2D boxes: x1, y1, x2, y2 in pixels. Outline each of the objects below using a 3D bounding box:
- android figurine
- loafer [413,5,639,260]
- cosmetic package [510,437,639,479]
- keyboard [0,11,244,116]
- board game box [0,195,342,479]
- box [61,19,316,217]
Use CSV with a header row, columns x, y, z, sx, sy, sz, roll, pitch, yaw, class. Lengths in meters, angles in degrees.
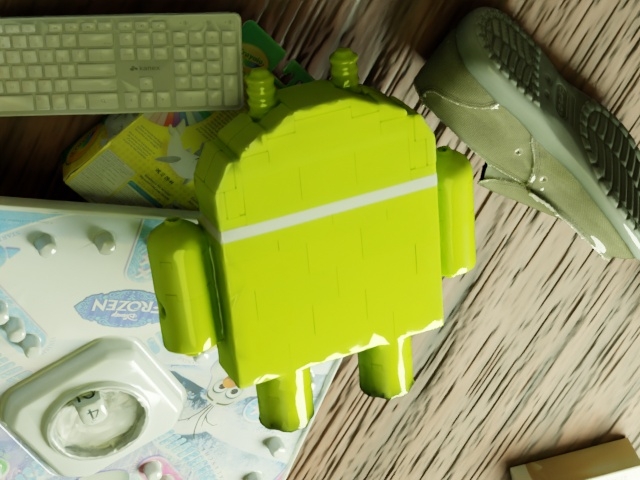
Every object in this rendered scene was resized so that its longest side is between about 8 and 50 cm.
x,y,z,sx,sy,sz,roll,pitch,yaw,class
0.000,0.000,1.096,0.248,0.056,0.272,-17,119,-18,android figurine
0.163,-0.071,1.167,0.087,0.094,0.251,-25,122,36,loafer
0.235,0.226,1.418,0.115,0.041,0.060,-13,127,-5,cosmetic package
-0.181,-0.118,1.050,0.256,0.014,0.072,-1,116,-2,keyboard
-0.172,0.141,1.203,0.390,0.050,0.390,4,128,-27,board game box
-0.087,-0.078,1.116,0.179,0.043,0.105,-37,125,16,box
